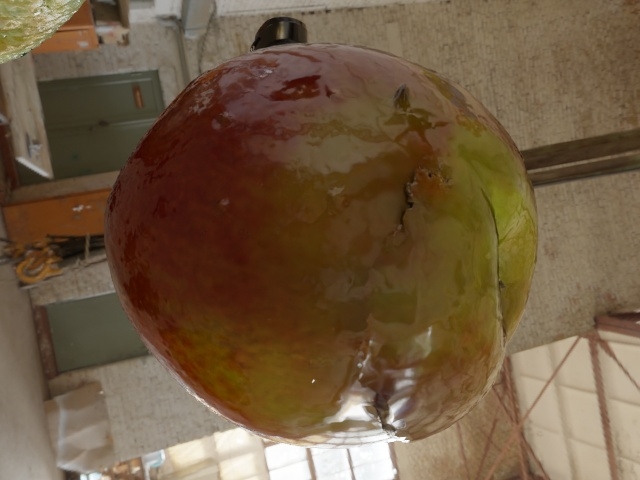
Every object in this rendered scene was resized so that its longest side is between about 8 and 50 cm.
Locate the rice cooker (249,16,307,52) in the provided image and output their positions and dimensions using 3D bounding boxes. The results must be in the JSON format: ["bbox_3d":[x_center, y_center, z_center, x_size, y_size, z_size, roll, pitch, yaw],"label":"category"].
[{"bbox_3d":[-0.095,-0.449,1.324,0.165,0.112,0.106,-33,-125,51],"label":"rice cooker"}]

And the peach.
[{"bbox_3d":[0.000,0.000,0.513,0.370,0.370,0.369,169,-90,-74],"label":"peach"}]

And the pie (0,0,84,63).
[{"bbox_3d":[-0.501,-0.390,0.734,0.418,0.395,0.180,28,61,-58],"label":"pie"}]
